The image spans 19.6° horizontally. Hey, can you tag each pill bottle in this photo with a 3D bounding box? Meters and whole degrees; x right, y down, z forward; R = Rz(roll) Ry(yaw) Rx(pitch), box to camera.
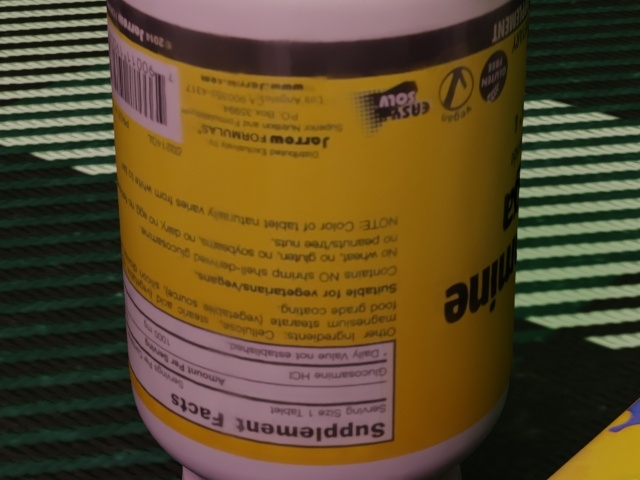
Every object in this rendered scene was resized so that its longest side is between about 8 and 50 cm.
[{"bbox_3d":[0.000,0.000,0.878,0.188,0.334,0.188,0,28,0],"label":"pill bottle"}]

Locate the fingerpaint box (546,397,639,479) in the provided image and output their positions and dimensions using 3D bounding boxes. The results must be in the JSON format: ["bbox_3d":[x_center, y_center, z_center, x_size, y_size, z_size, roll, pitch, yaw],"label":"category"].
[{"bbox_3d":[0.219,0.190,0.451,0.445,0.163,0.371,8,31,42],"label":"fingerpaint box"}]
